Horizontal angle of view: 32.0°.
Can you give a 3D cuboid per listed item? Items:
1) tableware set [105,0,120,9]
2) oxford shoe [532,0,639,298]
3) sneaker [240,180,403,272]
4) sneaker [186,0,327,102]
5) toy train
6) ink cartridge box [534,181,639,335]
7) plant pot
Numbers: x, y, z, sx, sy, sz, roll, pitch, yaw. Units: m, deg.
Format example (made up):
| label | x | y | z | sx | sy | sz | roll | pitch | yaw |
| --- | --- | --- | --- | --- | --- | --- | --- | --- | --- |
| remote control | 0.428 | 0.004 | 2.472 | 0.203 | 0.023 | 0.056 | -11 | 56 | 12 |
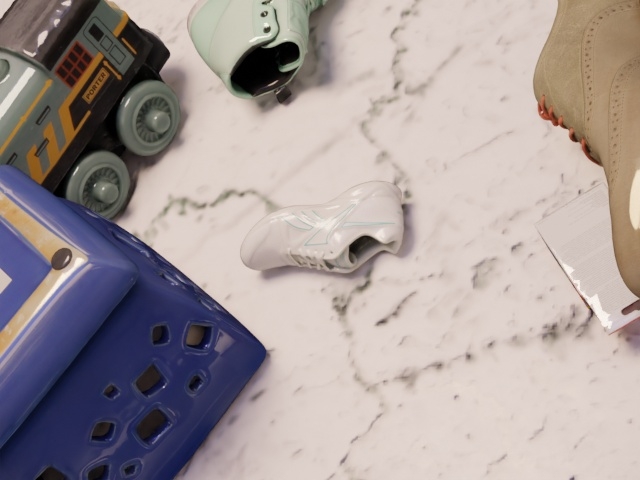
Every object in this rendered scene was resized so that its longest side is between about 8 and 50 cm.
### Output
| label | x | y | z | sx | sy | sz | roll | pitch | yaw |
| --- | --- | --- | --- | --- | --- | --- | --- | --- | --- |
| tableware set | -0.275 | -0.220 | 1.247 | 0.128 | 0.039 | 0.194 | -42 | 50 | 1 |
| oxford shoe | 0.231 | -0.092 | 0.846 | 0.130 | 0.123 | 0.348 | -16 | 46 | 32 |
| sneaker | 0.000 | 0.000 | 0.948 | 0.152 | 0.054 | 0.061 | -20 | 57 | 17 |
| sneaker | -0.008 | -0.240 | 1.072 | 0.256 | 0.094 | 0.151 | -42 | 44 | 13 |
| toy train | -0.275 | -0.092 | 1.071 | 0.142 | 0.190 | 0.334 | 24 | 75 | 38 |
| ink cartridge box | 0.215 | 0.017 | 0.832 | 0.063 | 0.029 | 0.115 | -32 | 52 | 8 |
| plant pot | -0.228 | 0.086 | 0.921 | 0.236 | 0.212 | 0.236 | 34 | 82 | 39 |
